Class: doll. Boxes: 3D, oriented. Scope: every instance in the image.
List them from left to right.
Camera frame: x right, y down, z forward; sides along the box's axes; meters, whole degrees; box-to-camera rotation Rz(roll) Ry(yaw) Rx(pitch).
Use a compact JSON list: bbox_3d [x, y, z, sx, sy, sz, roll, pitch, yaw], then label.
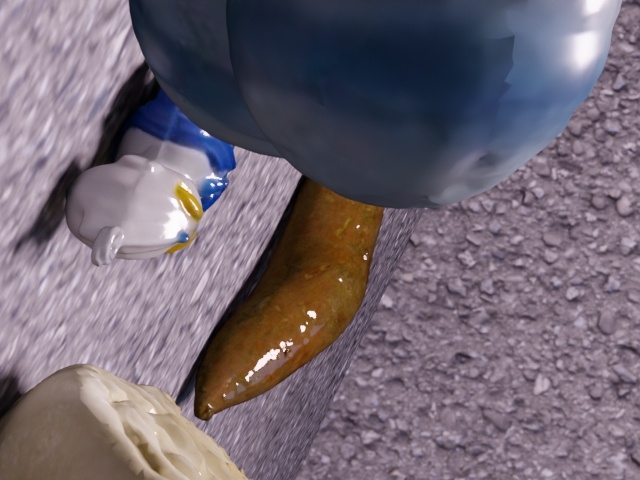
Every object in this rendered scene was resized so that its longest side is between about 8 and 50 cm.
[{"bbox_3d":[-0.061,-0.045,0.858,0.114,0.057,0.227,-65,177,37],"label":"doll"}]

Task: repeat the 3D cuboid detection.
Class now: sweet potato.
[{"bbox_3d":[0.002,0.000,1.413,0.108,0.079,0.346,69,41,-63],"label":"sweet potato"}]

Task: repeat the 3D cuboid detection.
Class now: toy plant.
[{"bbox_3d":[0.019,-0.147,0.427,0.247,0.247,0.332,-59,175,-42],"label":"toy plant"}]

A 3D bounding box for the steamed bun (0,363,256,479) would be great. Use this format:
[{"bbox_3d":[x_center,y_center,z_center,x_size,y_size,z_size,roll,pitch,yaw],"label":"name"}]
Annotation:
[{"bbox_3d":[-0.068,0.221,0.890,0.203,0.276,0.289,-43,156,0],"label":"steamed bun"}]
